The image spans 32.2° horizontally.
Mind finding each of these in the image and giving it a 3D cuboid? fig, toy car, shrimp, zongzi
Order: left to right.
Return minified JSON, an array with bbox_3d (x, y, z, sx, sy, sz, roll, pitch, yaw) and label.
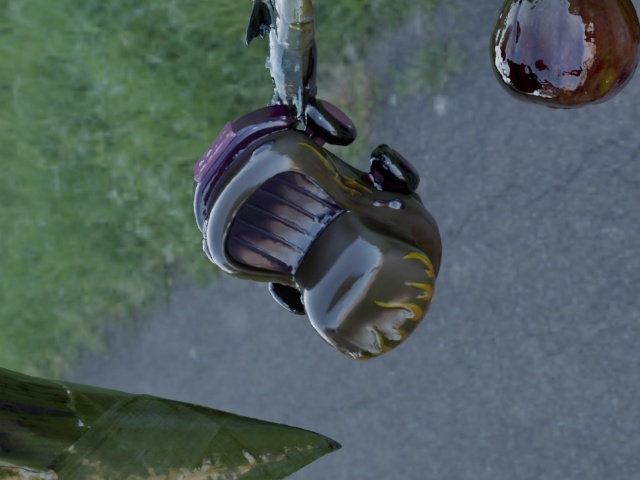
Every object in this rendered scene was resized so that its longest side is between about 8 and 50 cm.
[{"bbox_3d":[-0.204,0.176,0.971,0.323,0.360,0.160,47,-152,-45],"label":"zongzi"},{"bbox_3d":[-0.058,-0.281,1.510,0.289,0.075,0.178,84,164,-47],"label":"shrimp"},{"bbox_3d":[0.000,0.000,1.425,0.271,0.341,0.240,-51,23,19],"label":"toy car"},{"bbox_3d":[0.304,-0.288,1.382,0.186,0.204,0.249,-3,95,36],"label":"fig"}]
